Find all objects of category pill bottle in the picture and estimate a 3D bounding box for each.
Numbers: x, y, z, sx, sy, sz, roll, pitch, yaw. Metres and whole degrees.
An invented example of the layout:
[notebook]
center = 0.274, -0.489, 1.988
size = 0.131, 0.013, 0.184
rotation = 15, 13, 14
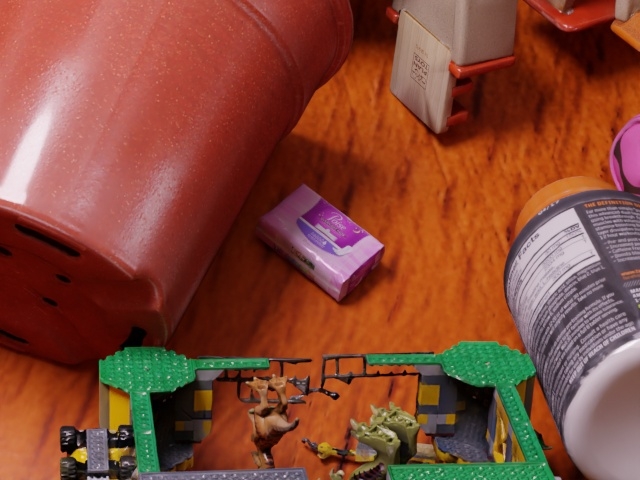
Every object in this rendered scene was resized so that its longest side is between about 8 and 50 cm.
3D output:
[pill bottle]
center = 0.197, 0.050, 1.268
size = 0.130, 0.130, 0.245
rotation = 1, 30, -9

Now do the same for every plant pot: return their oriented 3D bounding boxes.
[plant pot]
center = -0.148, -0.075, 1.269
size = 0.272, 0.272, 0.265
rotation = 19, 62, 5

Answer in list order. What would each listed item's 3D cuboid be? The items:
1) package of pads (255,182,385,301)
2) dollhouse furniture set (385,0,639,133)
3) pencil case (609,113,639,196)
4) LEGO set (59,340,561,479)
[package of pads]
center = 0.000, 0.000, 1.363
size = 0.083, 0.032, 0.050
rotation = 38, 58, 18
[dollhouse furniture set]
center = 0.183, -0.187, 1.474
size = 0.259, 0.135, 0.262
rotation = -18, 44, -27
[pencil case]
center = 0.327, -0.078, 1.432
size = 0.209, 0.098, 0.095
rotation = -17, 75, -18
[LEGO set]
center = 0.003, 0.194, 1.166
size = 0.331, 0.192, 0.255
rotation = -4, 25, -16
